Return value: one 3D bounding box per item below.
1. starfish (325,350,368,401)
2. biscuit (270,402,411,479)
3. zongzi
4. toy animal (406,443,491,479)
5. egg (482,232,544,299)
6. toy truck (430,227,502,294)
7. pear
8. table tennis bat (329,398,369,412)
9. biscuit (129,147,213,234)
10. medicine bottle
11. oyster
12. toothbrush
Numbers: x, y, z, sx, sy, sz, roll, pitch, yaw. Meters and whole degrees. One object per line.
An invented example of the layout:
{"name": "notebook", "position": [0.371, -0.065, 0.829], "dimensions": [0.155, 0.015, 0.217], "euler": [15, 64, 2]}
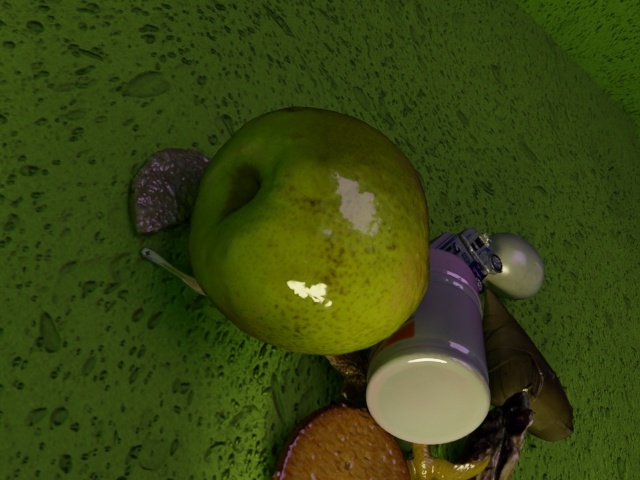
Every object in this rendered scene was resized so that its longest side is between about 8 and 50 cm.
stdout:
{"name": "starfish", "position": [0.064, 0.213, 1.316], "dimensions": [0.247, 0.050, 0.138], "euler": [1, 67, -64]}
{"name": "biscuit", "position": [0.037, 0.408, 1.150], "dimensions": [0.305, 0.038, 0.305], "euler": [15, 66, -39]}
{"name": "zongzi", "position": [0.470, 0.286, 1.686], "dimensions": [0.274, 0.145, 0.300], "euler": [40, 36, -34]}
{"name": "toy animal", "position": [0.193, 0.410, 1.322], "dimensions": [0.095, 0.219, 0.155], "euler": [-93, 177, -53]}
{"name": "egg", "position": [0.469, 0.068, 1.797], "dimensions": [0.209, 0.151, 0.151], "euler": [37, 44, -31]}
{"name": "toy truck", "position": [0.284, 0.061, 1.608], "dimensions": [0.155, 0.124, 0.268], "euler": [57, 39, 0]}
{"name": "pear", "position": [0.000, 0.000, 1.107], "dimensions": [0.391, 0.391, 0.390], "euler": [28, 49, -38]}
{"name": "table tennis bat", "position": [0.122, 0.300, 1.300], "dimensions": [0.235, 0.131, 0.022], "euler": [11, 104, -30]}
{"name": "biscuit", "position": [-0.219, -0.089, 1.178], "dimensions": [0.250, 0.032, 0.133], "euler": [-19, 83, -52]}
{"name": "medicine bottle", "position": [0.188, 0.177, 1.288], "dimensions": [0.202, 0.202, 0.315], "euler": [48, 26, -19]}
{"name": "oyster", "position": [0.306, 0.424, 1.381], "dimensions": [0.100, 0.275, 0.271], "euler": [23, 20, 12]}
{"name": "toothbrush", "position": [-0.191, 0.067, 1.125], "dimensions": [0.204, 0.022, 0.017], "euler": [38, 69, -29]}
